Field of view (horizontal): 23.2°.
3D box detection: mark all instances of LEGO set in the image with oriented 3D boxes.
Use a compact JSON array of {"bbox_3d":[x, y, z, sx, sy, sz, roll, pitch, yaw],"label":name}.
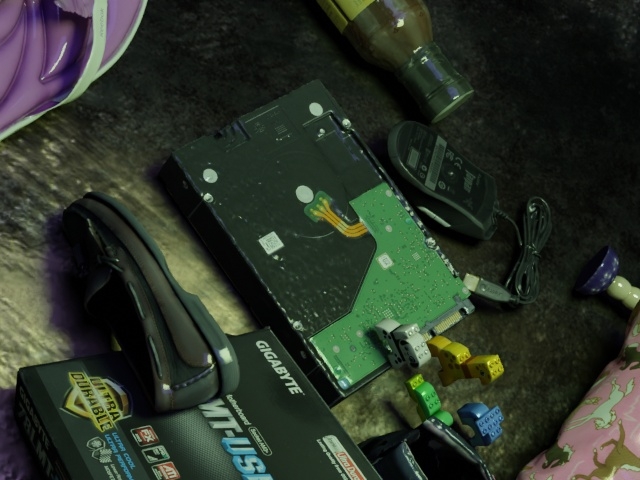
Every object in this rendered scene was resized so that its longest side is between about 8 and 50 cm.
[{"bbox_3d":[0.160,0.173,1.731,0.087,0.093,0.227,-33,103,-34],"label":"LEGO set"}]

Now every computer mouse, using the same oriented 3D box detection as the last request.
[{"bbox_3d":[0.166,-0.020,1.898,0.262,0.060,0.184,30,52,-24],"label":"computer mouse"}]

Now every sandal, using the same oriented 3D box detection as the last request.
[{"bbox_3d":[-0.304,-0.224,1.721,0.169,0.102,0.416,51,55,-22],"label":"sandal"}]

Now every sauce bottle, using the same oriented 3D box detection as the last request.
[{"bbox_3d":[0.061,-0.300,1.955,0.111,0.111,0.344,-33,84,-34],"label":"sauce bottle"}]

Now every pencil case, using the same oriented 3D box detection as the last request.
[{"bbox_3d":[0.345,0.227,1.782,0.160,0.167,0.386,33,58,16],"label":"pencil case"}]

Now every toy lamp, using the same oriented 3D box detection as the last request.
[{"bbox_3d":[0.449,0.114,1.956,0.274,0.080,0.080,37,56,-3],"label":"toy lamp"}]

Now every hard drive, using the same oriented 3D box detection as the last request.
[{"bbox_3d":[0.000,0.000,1.803,0.237,0.064,0.339,-32,81,-34],"label":"hard drive"}]

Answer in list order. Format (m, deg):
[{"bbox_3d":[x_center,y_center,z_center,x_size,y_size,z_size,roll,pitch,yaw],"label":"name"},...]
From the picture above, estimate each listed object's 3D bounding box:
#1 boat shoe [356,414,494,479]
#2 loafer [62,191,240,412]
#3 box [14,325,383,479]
[{"bbox_3d":[0.159,0.340,1.654,0.340,0.158,0.127,48,56,3],"label":"boat shoe"},{"bbox_3d":[-0.199,0.059,1.608,0.095,0.109,0.302,-24,52,-27],"label":"loafer"},{"bbox_3d":[-0.121,0.216,1.555,0.293,0.073,0.295,-9,39,-27],"label":"box"}]
